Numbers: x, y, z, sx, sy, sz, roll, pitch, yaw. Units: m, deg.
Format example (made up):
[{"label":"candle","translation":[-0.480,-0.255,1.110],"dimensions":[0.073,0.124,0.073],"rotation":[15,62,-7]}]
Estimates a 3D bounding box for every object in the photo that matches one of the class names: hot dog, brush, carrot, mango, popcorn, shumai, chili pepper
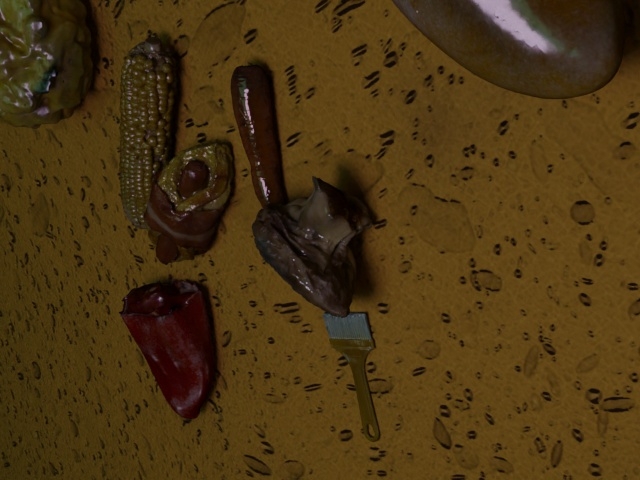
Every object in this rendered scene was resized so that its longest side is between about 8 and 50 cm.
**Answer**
[{"label":"hot dog","translation":[-0.217,-0.048,1.362],"dimensions":[0.123,0.093,0.261],"rotation":[31,124,13]},{"label":"brush","translation":[0.057,0.203,1.274],"dimensions":[0.083,0.011,0.205],"rotation":[-5,102,42]},{"label":"carrot","translation":[-0.086,-0.136,1.254],"dimensions":[0.059,0.059,0.248],"rotation":[2,109,41]},{"label":"mango","translation":[0.166,-0.299,0.870],"dimensions":[0.384,0.199,0.221],"rotation":[52,132,14]},{"label":"popcorn","translation":[-0.504,-0.332,1.450],"dimensions":[0.252,0.215,0.286],"rotation":[8,109,-1]},{"label":"shumai","translation":[0.000,0.000,1.181],"dimensions":[0.153,0.161,0.209],"rotation":[-53,33,10]},{"label":"chili pepper","translation":[-0.238,0.195,1.481],"dimensions":[0.144,0.136,0.253],"rotation":[-17,108,0]}]

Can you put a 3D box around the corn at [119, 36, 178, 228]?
[{"label":"corn","translation":[-0.280,-0.167,1.390],"dimensions":[0.097,0.097,0.320],"rotation":[29,124,31]}]
